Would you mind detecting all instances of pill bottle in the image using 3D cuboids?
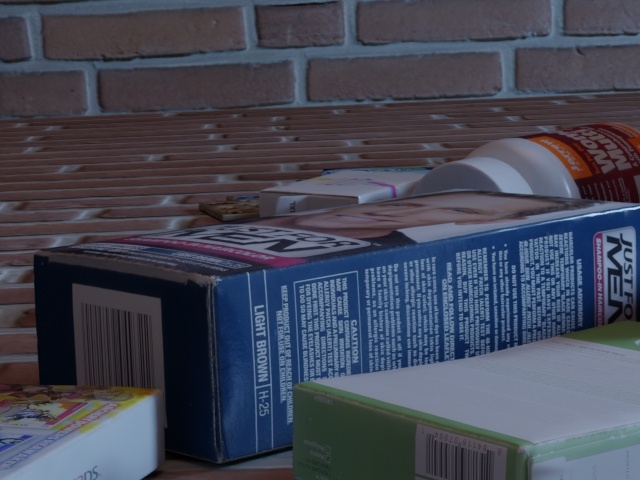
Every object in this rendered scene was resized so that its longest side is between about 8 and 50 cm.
[{"bbox_3d":[0.172,-0.023,1.489,0.121,0.121,0.221,4,10,40],"label":"pill bottle"}]

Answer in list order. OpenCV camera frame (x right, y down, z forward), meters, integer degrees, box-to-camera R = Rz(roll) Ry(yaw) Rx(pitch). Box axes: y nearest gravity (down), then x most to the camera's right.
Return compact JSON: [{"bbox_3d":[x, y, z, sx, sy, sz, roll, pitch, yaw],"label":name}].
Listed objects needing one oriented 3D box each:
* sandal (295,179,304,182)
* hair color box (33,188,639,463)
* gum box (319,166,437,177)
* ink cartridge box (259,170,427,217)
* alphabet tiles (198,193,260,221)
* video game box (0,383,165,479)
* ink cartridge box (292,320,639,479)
[{"bbox_3d":[0.000,0.000,1.595,0.060,0.090,0.219,22,7,13],"label":"sandal"},{"bbox_3d":[0.020,0.039,1.158,0.347,0.105,0.174,-9,11,-41],"label":"hair color box"},{"bbox_3d":[0.072,-0.039,1.885,0.157,0.041,0.184,-1,10,6],"label":"gum box"},{"bbox_3d":[0.019,0.001,1.469,0.090,0.092,0.143,3,11,31],"label":"ink cartridge box"},{"bbox_3d":[-0.002,-0.039,2.050,0.237,0.009,0.198,-5,9,-15],"label":"alphabet tiles"},{"bbox_3d":[-0.197,0.110,0.931,0.187,0.048,0.205,-2,8,19],"label":"video game box"},{"bbox_3d":[0.127,0.089,0.951,0.235,0.056,0.171,-6,9,-36],"label":"ink cartridge box"}]
